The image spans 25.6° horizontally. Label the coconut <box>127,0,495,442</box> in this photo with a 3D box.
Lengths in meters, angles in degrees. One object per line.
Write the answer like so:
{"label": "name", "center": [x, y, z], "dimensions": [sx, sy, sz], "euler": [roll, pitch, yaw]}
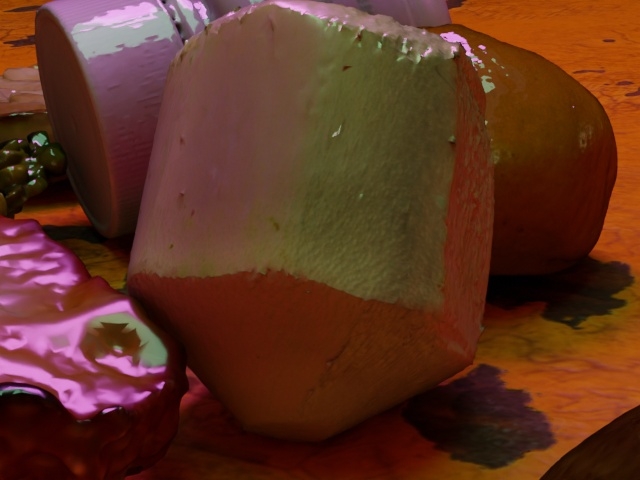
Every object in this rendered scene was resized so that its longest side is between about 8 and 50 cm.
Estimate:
{"label": "coconut", "center": [0.000, 0.000, 0.857], "dimensions": [0.233, 0.245, 0.233], "euler": [9, -10, 2]}

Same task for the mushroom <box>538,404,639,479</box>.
{"label": "mushroom", "center": [0.174, 0.145, 0.447], "dimensions": [0.263, 0.195, 0.283], "euler": [-3, 18, -16]}

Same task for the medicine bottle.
{"label": "medicine bottle", "center": [-0.068, -0.144, 1.255], "dimensions": [0.325, 0.256, 0.256], "euler": [-19, 23, -19]}

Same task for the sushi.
{"label": "sushi", "center": [-0.342, -0.066, 1.230], "dimensions": [0.179, 0.167, 0.296], "euler": [-49, 22, -4]}

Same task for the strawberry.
{"label": "strawberry", "center": [-0.239, 0.087, 0.811], "dimensions": [0.336, 0.149, 0.265], "euler": [16, 20, 23]}

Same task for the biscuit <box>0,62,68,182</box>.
{"label": "biscuit", "center": [-0.279, -0.123, 1.478], "dimensions": [0.296, 0.102, 0.296], "euler": [-2, 16, 1]}

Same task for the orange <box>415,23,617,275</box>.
{"label": "orange", "center": [0.102, -0.071, 1.070], "dimensions": [0.249, 0.183, 0.249], "euler": [2, 8, 0]}
